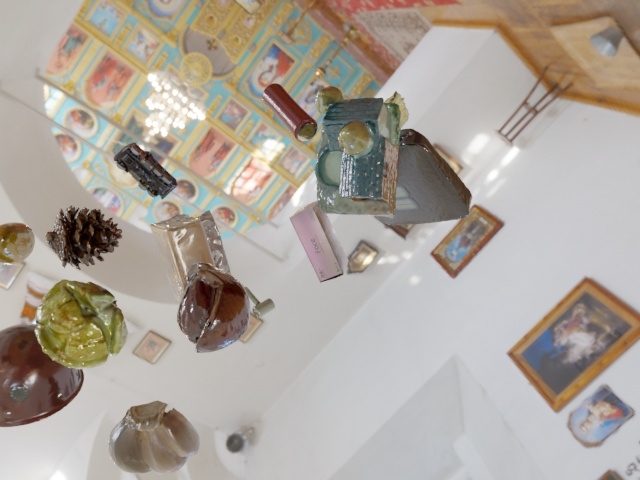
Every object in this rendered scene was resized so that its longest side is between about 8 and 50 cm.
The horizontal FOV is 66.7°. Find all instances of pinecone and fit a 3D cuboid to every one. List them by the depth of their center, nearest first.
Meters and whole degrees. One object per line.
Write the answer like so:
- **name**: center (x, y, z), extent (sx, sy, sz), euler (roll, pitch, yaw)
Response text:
- **pinecone**: center (-0.580, -0.011, 1.199), extent (0.173, 0.174, 0.174), euler (38, -166, -11)

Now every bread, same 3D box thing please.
- **bread**: center (0.209, -0.395, 1.764), extent (0.141, 0.266, 0.178), euler (39, 177, -24)

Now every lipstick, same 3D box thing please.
- **lipstick**: center (-0.094, -0.386, 1.456), extent (0.080, 0.080, 0.241), euler (24, -157, -50)

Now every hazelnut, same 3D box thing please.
- **hazelnut**: center (-0.246, 0.148, 1.073), extent (0.201, 0.170, 0.160), euler (31, -175, 36)

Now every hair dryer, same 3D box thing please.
- **hair dryer**: center (-0.198, 0.175, 1.472), extent (0.063, 0.038, 0.124), euler (-28, -119, -35)

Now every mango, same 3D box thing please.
- **mango**: center (-0.939, 0.003, 1.468), extent (0.098, 0.138, 0.195), euler (22, 161, -5)

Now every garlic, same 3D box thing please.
- **garlic**: center (-0.550, 0.666, 1.594), extent (0.132, 0.278, 0.326), euler (-93, -6, -59)

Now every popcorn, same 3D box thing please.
- **popcorn**: center (-0.692, 0.233, 1.400), extent (0.225, 0.277, 0.276), euler (-16, -132, -28)

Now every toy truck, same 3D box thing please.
- **toy truck**: center (-0.541, -0.216, 1.514), extent (0.192, 0.083, 0.092), euler (46, -168, -22)

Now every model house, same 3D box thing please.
- **model house**: center (0.053, -0.194, 1.024), extent (0.193, 0.268, 0.325), euler (4, 180, 16)

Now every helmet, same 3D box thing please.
- **helmet**: center (-0.982, 0.394, 1.603), extent (0.337, 0.230, 0.385), euler (-12, -144, -32)

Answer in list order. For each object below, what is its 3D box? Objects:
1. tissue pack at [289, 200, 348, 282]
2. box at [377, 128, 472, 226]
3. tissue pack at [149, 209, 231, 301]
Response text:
- **tissue pack**: center (0.000, 0.000, 1.642), extent (0.247, 0.092, 0.148), euler (64, -164, -10)
- **box**: center (0.237, -0.176, 1.456), extent (0.359, 0.091, 0.350), euler (-6, 142, 46)
- **tissue pack**: center (-0.453, 0.058, 1.781), extent (0.239, 0.238, 0.306), euler (-91, -11, -72)
